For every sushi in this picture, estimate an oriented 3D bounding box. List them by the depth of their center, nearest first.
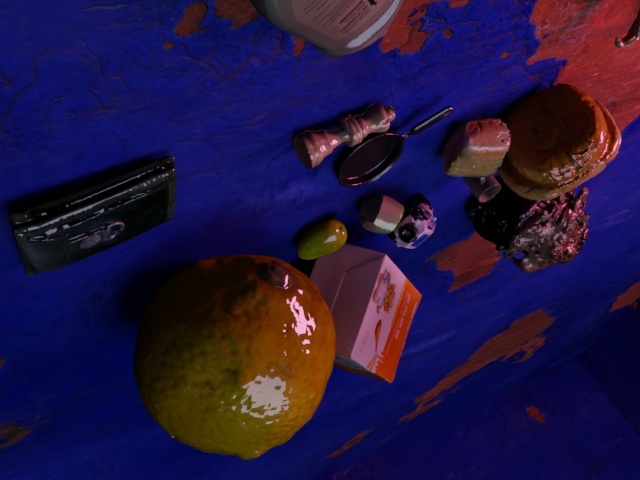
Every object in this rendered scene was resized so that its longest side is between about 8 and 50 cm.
[{"bbox_3d":[0.481,-0.041,1.809,0.225,0.218,0.238,-34,155,-5],"label":"sushi"}]

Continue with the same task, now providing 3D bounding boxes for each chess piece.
[{"bbox_3d":[0.044,-0.174,1.285,0.172,0.060,0.060,-27,154,-16],"label":"chess piece"}]

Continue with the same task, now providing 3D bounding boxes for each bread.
[{"bbox_3d":[0.292,-0.176,1.515,0.106,0.082,0.125,5,153,-12],"label":"bread"},{"bbox_3d":[0.446,-0.187,1.537,0.236,0.198,0.120,-33,147,6],"label":"bread"}]

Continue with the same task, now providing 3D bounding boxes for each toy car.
[{"bbox_3d":[0.186,-0.031,1.608,0.080,0.070,0.170,-42,-178,19],"label":"toy car"}]

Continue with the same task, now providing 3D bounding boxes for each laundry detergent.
[{"bbox_3d":[0.024,-0.312,0.977,0.181,0.091,0.253,-45,152,13],"label":"laundry detergent"}]

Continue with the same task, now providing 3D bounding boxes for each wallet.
[{"bbox_3d":[-0.314,-0.029,1.147,0.236,0.055,0.160,-22,159,-22],"label":"wallet"}]

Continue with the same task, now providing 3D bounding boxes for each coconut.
[{"bbox_3d":[0.113,-0.052,1.546,0.081,0.083,0.082,21,147,-12],"label":"coconut"}]

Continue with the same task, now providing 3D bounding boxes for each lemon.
[{"bbox_3d":[-0.140,0.186,1.391,0.350,0.350,0.387,-2,134,-46],"label":"lemon"}]

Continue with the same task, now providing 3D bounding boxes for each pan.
[{"bbox_3d":[0.126,-0.171,1.405,0.235,0.028,0.136,-33,155,9],"label":"pan"}]

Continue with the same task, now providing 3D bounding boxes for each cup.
[{"bbox_3d":[0.316,-0.125,1.631,0.075,0.083,0.054,3,137,-51],"label":"cup"}]

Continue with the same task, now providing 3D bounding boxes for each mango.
[{"bbox_3d":[0.000,0.000,1.534,0.108,0.056,0.073,-38,148,19],"label":"mango"}]

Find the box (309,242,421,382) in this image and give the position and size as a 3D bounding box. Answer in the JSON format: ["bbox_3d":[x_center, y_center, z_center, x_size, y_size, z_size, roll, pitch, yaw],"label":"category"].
[{"bbox_3d":[0.085,0.158,1.697,0.225,0.143,0.341,-70,157,-11],"label":"box"}]

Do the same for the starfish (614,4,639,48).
[{"bbox_3d":[0.634,-0.477,1.355,0.375,0.094,0.327,-52,159,23],"label":"starfish"}]
